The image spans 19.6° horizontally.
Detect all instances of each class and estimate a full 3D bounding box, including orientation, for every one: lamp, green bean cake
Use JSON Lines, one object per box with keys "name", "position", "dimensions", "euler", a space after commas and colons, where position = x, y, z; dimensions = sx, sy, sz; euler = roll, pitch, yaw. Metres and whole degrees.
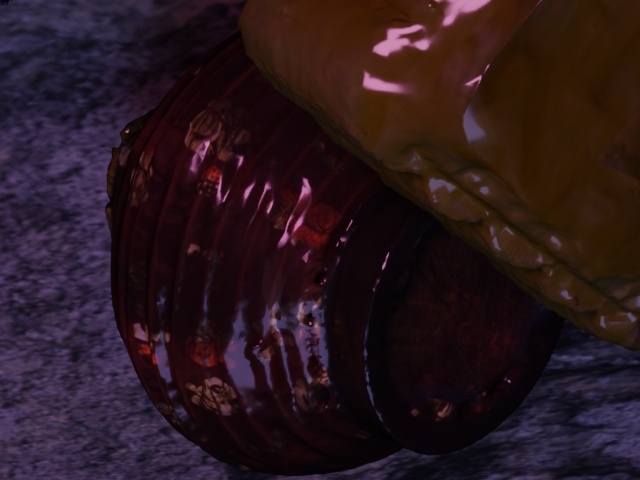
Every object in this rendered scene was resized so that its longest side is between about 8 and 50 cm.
{"name": "lamp", "position": [0.000, 0.000, 0.919], "dimensions": [0.247, 0.247, 0.247], "euler": [-3, 152, -2]}
{"name": "green bean cake", "position": [0.123, -0.093, 0.730], "dimensions": [0.233, 0.124, 0.236], "euler": [34, 95, -40]}

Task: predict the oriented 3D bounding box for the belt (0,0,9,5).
{"name": "belt", "position": [-0.230, -0.172, 0.663], "dimensions": [0.325, 0.122, 0.260], "euler": [-7, 148, 8]}
